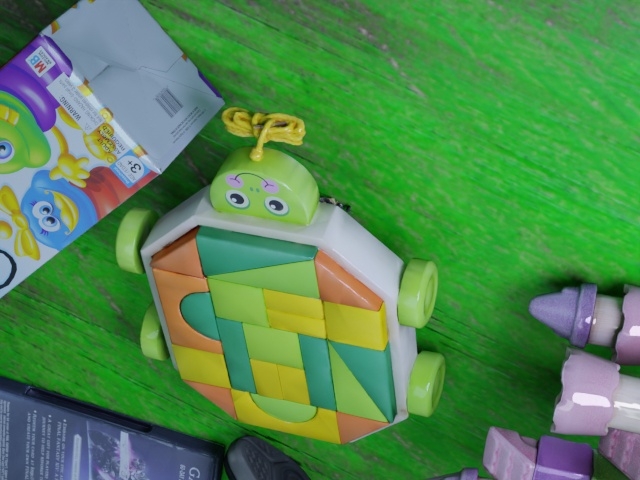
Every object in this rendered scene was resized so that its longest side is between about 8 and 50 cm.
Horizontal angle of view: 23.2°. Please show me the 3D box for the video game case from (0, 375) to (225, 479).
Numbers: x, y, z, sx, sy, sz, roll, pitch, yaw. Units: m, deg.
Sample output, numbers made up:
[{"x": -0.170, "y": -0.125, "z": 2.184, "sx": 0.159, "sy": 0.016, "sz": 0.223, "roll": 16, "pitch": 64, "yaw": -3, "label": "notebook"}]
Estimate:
[{"x": -0.234, "y": 0.243, "z": 1.536, "sx": 0.274, "sy": 0.026, "sz": 0.196, "roll": 15, "pitch": 122, "yaw": 10, "label": "video game case"}]

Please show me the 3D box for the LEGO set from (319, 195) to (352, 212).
[{"x": 0.003, "y": 0.000, "z": 1.319, "sx": 0.054, "sy": 0.023, "sz": 0.083, "roll": 35, "pitch": 111, "yaw": -5, "label": "LEGO set"}]

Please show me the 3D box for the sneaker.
[{"x": -0.041, "y": 0.290, "z": 1.455, "sx": 0.130, "sy": 0.087, "sz": 0.227, "roll": -29, "pitch": 111, "yaw": 24, "label": "sneaker"}]

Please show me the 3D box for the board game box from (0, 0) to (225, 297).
[{"x": -0.239, "y": -0.068, "z": 1.290, "sx": 0.275, "sy": 0.144, "sz": 0.142, "roll": -35, "pitch": 102, "yaw": 31, "label": "board game box"}]

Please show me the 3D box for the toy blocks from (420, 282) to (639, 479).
[{"x": 0.192, "y": 0.211, "z": 1.192, "sx": 0.260, "sy": 0.309, "sz": 0.288, "roll": 11, "pitch": 121, "yaw": 7, "label": "toy blocks"}]

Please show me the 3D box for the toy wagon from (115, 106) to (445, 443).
[{"x": -0.038, "y": 0.038, "z": 1.276, "sx": 0.267, "sy": 0.068, "sz": 0.344, "roll": 10, "pitch": 140, "yaw": 17, "label": "toy wagon"}]
